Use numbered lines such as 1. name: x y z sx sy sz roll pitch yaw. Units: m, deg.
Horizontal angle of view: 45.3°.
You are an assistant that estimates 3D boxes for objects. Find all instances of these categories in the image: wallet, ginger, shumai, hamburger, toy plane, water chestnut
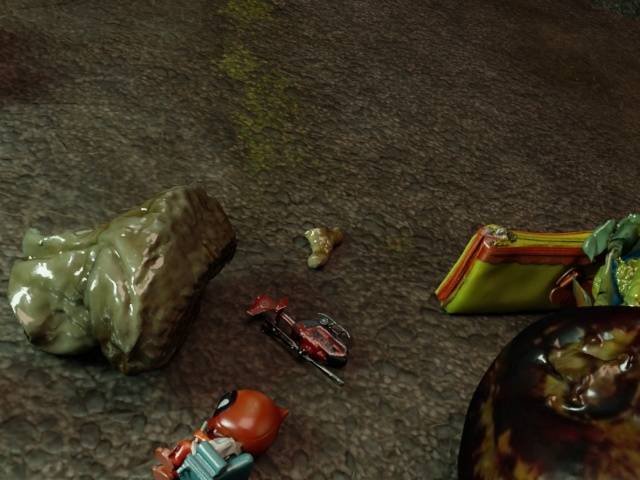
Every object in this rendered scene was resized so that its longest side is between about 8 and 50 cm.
1. wallet: 0.287 0.043 1.028 0.241 0.141 0.067 -1 49 -26
2. ginger: 0.000 -0.001 1.029 0.048 0.030 0.097 29 37 7
3. shumai: -0.204 0.021 0.779 0.185 0.184 0.218 25 51 1
4. hamburger: 0.438 0.097 0.949 0.260 0.150 0.276 17 73 -30
5. toy plane: -0.018 0.109 0.887 0.145 0.037 0.060 38 51 13
6. water chestnut: 0.298 0.230 0.712 0.350 0.302 0.351 -19 34 13

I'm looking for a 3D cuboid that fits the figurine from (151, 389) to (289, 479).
1. figurine: -0.086 0.191 0.729 0.075 0.068 0.140 36 42 21
